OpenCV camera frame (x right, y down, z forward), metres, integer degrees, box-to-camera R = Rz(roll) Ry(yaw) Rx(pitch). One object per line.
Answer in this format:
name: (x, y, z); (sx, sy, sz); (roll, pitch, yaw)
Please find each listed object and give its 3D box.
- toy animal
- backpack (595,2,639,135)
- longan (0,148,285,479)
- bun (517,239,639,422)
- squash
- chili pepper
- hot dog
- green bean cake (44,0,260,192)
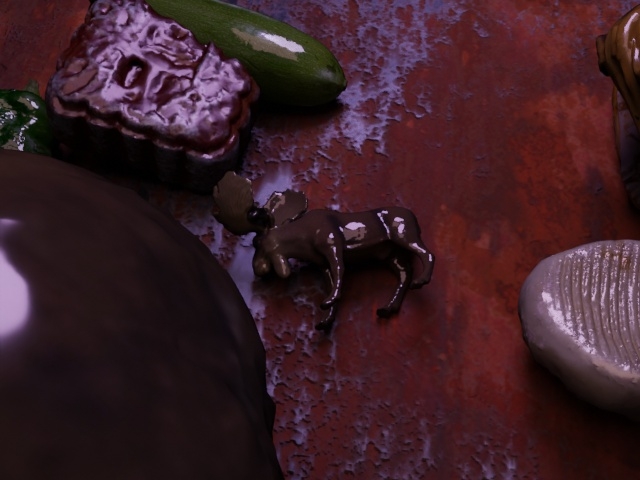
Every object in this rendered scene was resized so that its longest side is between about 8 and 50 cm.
toy animal: (0.000, 0.000, 0.749); (0.214, 0.093, 0.186); (-9, 61, -8)
backpack: (0.461, -0.161, 0.674); (0.378, 0.201, 0.353); (-36, 91, -28)
longan: (-0.228, 0.149, 0.481); (0.404, 0.403, 0.435); (-10, 42, 0)
bun: (0.272, 0.085, 0.644); (0.184, 0.102, 0.183); (-4, 45, 4)
squash: (-0.149, -0.260, 0.916); (0.395, 0.107, 0.107); (25, 63, 19)
chili pepper: (-0.376, -0.079, 0.828); (0.136, 0.099, 0.270); (5, 59, 11)
hot dog: (0.391, -0.128, 0.793); (0.131, 0.069, 0.252); (12, 62, 3)
green bean cake: (-0.188, -0.177, 0.838); (0.233, 0.097, 0.198); (22, 62, -2)
